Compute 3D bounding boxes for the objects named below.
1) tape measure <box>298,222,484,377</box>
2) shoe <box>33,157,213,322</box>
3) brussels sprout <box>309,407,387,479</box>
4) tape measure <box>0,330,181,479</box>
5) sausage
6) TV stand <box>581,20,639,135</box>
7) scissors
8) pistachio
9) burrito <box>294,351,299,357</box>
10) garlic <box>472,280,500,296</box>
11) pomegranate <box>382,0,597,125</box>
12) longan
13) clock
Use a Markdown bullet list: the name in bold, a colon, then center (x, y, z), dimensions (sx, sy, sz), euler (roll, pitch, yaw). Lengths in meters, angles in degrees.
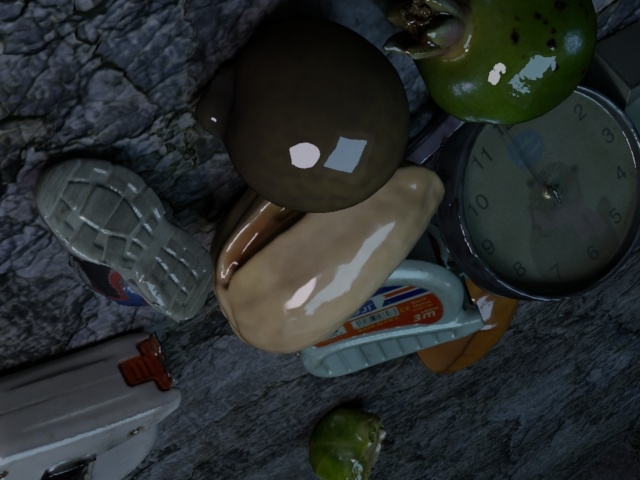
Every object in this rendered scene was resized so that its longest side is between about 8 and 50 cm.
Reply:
- **tape measure**: center (0.066, 0.062, 1.344), dimensions (0.243, 0.125, 0.246), euler (-20, 141, 6)
- **shoe**: center (-0.211, -0.003, 1.051), dimensions (0.227, 0.125, 0.099), euler (47, 63, -39)
- **brussels sprout**: center (0.043, 0.369, 1.883), dimensions (0.151, 0.122, 0.149), euler (-63, 167, -17)
- **tape measure**: center (-0.318, 0.241, 1.282), dimensions (0.258, 0.130, 0.265), euler (-18, 150, -31)
- **sausage**: center (0.235, 0.118, 1.665), dimensions (0.136, 0.120, 0.241), euler (-31, 156, -36)
- **TV stand**: center (0.398, -0.165, 1.405), dimensions (0.083, 0.088, 0.269), euler (-28, 153, -9)
- **scissors**: center (0.177, -0.163, 1.207), dimensions (0.242, 0.030, 0.118), euler (-44, -175, 5)
- **pistachio**: center (0.000, 0.000, 1.143), dimensions (0.299, 0.187, 0.187), euler (-42, 151, 17)
- **burrito**: center (0.064, 0.152, 1.597), dimensions (0.226, 0.087, 0.060), euler (-3, 97, -48)
- **garlic**: center (0.286, -0.022, 1.415), dimensions (0.228, 0.152, 0.228), euler (-61, 172, -15)
- **pomegranate**: center (0.152, -0.198, 0.993), dimensions (0.225, 0.187, 0.187), euler (-7, 144, -43)
- **longan**: center (-0.018, -0.116, 0.983), dimensions (0.159, 0.204, 0.185), euler (-60, 152, -58)
- **clock**: center (0.274, -0.061, 1.277), dimensions (0.280, 0.280, 0.055), euler (-24, -167, -16)
